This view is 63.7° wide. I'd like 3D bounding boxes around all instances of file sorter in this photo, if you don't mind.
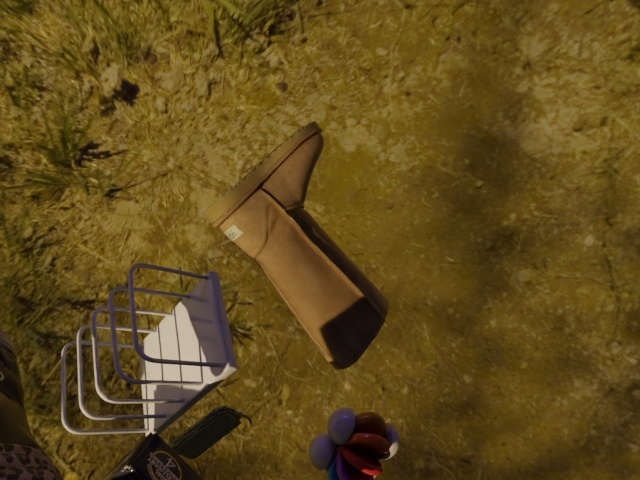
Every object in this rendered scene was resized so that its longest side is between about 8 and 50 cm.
[{"bbox_3d":[-0.305,0.194,0.890,0.173,0.193,0.277,17,131,-42],"label":"file sorter"}]

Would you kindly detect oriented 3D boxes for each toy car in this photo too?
[{"bbox_3d":[0.074,0.446,1.058,0.159,0.136,0.182,25,112,-18],"label":"toy car"}]

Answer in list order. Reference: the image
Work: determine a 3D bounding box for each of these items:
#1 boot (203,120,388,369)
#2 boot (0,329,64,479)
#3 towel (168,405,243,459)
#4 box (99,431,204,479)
[{"bbox_3d":[0.000,0.000,0.714,0.269,0.089,0.236,48,59,-11],"label":"boot"},{"bbox_3d":[-0.459,0.195,0.513,0.138,0.284,0.377,-55,147,5],"label":"boot"},{"bbox_3d":[-0.242,0.409,1.101,0.148,0.027,0.110,-38,145,-7],"label":"towel"},{"bbox_3d":[-0.274,0.521,0.752,0.395,0.097,0.318,-43,95,11],"label":"box"}]
